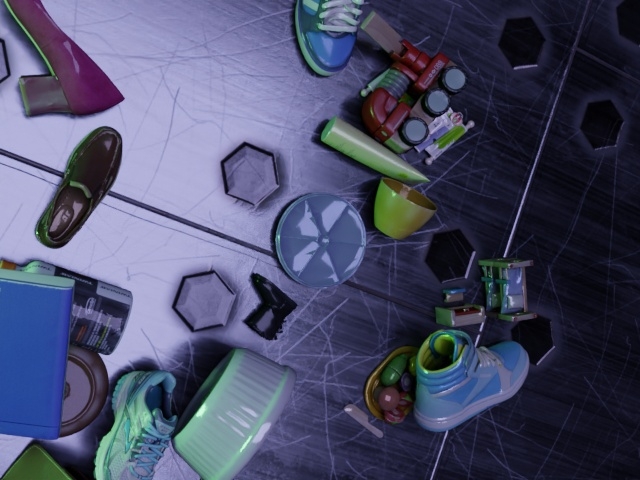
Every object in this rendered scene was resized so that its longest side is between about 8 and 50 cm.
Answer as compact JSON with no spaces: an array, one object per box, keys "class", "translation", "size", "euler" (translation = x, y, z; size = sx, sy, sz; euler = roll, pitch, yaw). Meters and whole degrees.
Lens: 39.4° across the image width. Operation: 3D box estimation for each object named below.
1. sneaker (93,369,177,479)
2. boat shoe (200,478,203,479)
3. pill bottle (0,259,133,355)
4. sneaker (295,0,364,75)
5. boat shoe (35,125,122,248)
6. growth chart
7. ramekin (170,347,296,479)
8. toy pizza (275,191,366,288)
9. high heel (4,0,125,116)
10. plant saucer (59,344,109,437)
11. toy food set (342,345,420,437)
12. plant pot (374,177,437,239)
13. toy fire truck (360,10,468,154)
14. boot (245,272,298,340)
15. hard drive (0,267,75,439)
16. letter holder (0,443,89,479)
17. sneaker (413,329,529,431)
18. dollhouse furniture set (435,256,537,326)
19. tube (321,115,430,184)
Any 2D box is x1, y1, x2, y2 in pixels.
[{"class":"sneaker","translation":[-0.329,0.362,1.641],"size":[0.110,0.122,0.283],"euler":[37,42,-44]},{"class":"boat shoe","translation":[-0.200,0.475,1.809],"size":[0.049,0.042,0.133],"euler":[42,79,-20]},{"class":"pill bottle","translation":[-0.481,0.115,1.641],"size":[0.245,0.130,0.131],"euler":[22,84,-20]},{"class":"sneaker","translation":[0.047,-0.502,1.765],"size":[0.130,0.236,0.323],"euler":[2,91,-21]},{"class":"boat shoe","translation":[-0.440,-0.098,1.669],"size":[0.095,0.095,0.258],"euler":[27,82,-19]},{"class":"growth chart","translation":[0.209,-0.282,1.951],"size":[0.172,0.021,0.237],"euler":[-47,106,-12]},{"class":"ramekin","translation":[-0.173,0.325,1.703],"size":[0.127,0.273,0.273],"euler":[37,79,-7]},{"class":"toy pizza","translation":[0.000,0.000,1.874],"size":[0.201,0.032,0.201],"euler":[-1,92,-20]},{"class":"high heel","translation":[-0.471,-0.413,1.615],"size":[0.181,0.127,0.377],"euler":[-9,116,-11]},{"class":"plant saucer","translation":[-0.499,0.280,1.691],"size":[0.198,0.036,0.199],"euler":[-1,93,-21]},{"class":"toy food set","translation":[0.170,0.328,1.927],"size":[0.218,0.071,0.128],"euler":[-46,106,-13]},{"class":"plant pot","translation":[0.166,-0.059,1.896],"size":[0.134,0.134,0.095],"euler":[23,108,-20]},{"class":"toy fire truck","translation":[0.154,-0.333,1.851],"size":[0.246,0.158,0.217],"euler":[39,80,-5]},{"class":"boot","translation":[-0.114,0.139,1.830],"size":[0.121,0.045,0.099],"euler":[42,81,-18]},{"class":"hard drive","translation":[-0.554,0.201,1.575],"size":[0.210,0.040,0.319],"euler":[9,114,-8]},{"class":"letter holder","translation":[-0.528,0.560,1.644],"size":[0.302,0.214,0.152],"euler":[-55,140,-12]},{"class":"sneaker","translation":[0.330,0.254,1.910],"size":[0.319,0.127,0.208],"euler":[-28,126,-30]},{"class":"dollhouse furniture set","translation":[0.360,0.114,1.962],"size":[0.183,0.129,0.129],"euler":[-7,94,-21]},{"class":"tube","translation":[0.116,-0.178,1.886],"size":[0.240,0.070,0.062],"euler":[29,121,-16]}]
